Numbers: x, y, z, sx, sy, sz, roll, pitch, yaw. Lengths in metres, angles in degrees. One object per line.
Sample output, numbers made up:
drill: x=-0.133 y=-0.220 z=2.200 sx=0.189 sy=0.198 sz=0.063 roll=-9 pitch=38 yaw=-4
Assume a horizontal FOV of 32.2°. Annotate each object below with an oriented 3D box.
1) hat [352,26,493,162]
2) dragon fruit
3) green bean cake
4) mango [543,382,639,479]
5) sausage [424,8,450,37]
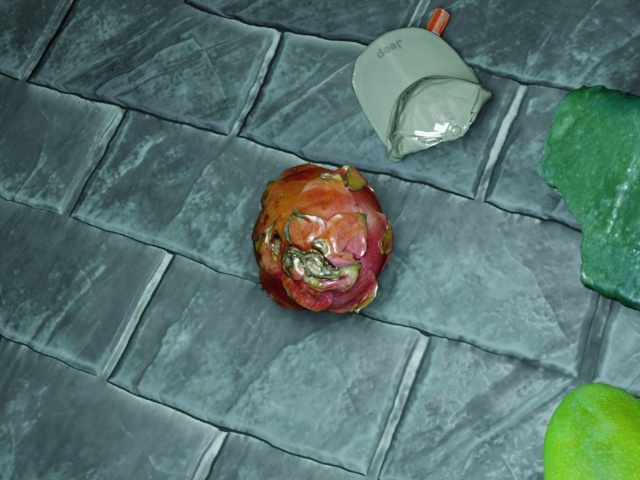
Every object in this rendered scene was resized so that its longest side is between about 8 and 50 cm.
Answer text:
hat: x=0.165 y=-0.263 z=1.899 sx=0.214 sy=0.149 sz=0.244 roll=-37 pitch=84 yaw=-2
dragon fruit: x=-0.001 y=0.000 z=1.777 sx=0.250 sy=0.250 sz=0.315 roll=-60 pitch=21 yaw=-15
green bean cake: x=0.474 y=-0.063 z=1.666 sx=0.308 sy=0.169 sz=0.300 roll=27 pitch=103 yaw=50
mango: x=0.417 y=0.350 z=1.496 sx=0.225 sy=0.201 sz=0.382 roll=2 pitch=44 yaw=-4
sausage: x=0.195 y=-0.359 z=2.004 sx=0.034 sy=0.034 sz=0.129 roll=19 pitch=73 yaw=25
